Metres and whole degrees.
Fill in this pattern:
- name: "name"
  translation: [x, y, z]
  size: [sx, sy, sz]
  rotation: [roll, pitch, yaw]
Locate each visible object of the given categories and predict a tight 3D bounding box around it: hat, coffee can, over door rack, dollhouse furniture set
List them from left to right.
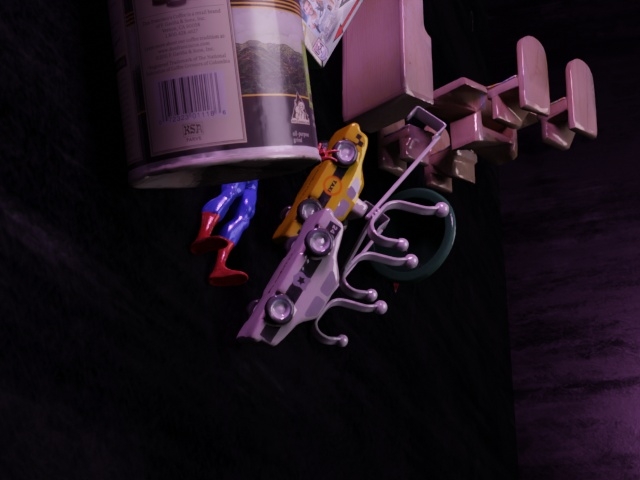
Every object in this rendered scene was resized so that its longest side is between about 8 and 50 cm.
- name: "coffee can"
  translation: [-0.115, -0.202, 1.185]
  size: [0.201, 0.201, 0.275]
  rotation: [-1, 84, -72]
- name: "over door rack"
  translation: [0.105, -0.016, 1.711]
  size: [0.239, 0.108, 0.324]
  rotation: [-61, -177, 41]
- name: "hat"
  translation: [0.194, 0.016, 2.046]
  size: [0.183, 0.208, 0.173]
  rotation: [29, 83, -47]
- name: "dollhouse furniture set"
  translation: [0.235, -0.296, 2.101]
  size: [0.394, 0.362, 0.256]
  rotation: [16, 65, -38]

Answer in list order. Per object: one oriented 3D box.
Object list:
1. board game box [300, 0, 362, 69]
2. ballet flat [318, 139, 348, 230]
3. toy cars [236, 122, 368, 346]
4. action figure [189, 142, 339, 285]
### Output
- name: "board game box"
  translation: [0.000, -0.427, 1.615]
  size: [0.213, 0.046, 0.317]
  rotation: [47, 61, -37]
- name: "ballet flat"
  translation: [0.013, -0.085, 1.814]
  size: [0.057, 0.049, 0.173]
  rotation: [-112, -174, -52]
- name: "toy cars"
  translation: [0.000, 0.000, 1.484]
  size: [0.087, 0.176, 0.394]
  rotation: [33, 35, -12]
- name: "action figure"
  translation: [-0.062, -0.075, 1.410]
  size: [0.280, 0.139, 0.091]
  rotation: [-83, 157, -46]
